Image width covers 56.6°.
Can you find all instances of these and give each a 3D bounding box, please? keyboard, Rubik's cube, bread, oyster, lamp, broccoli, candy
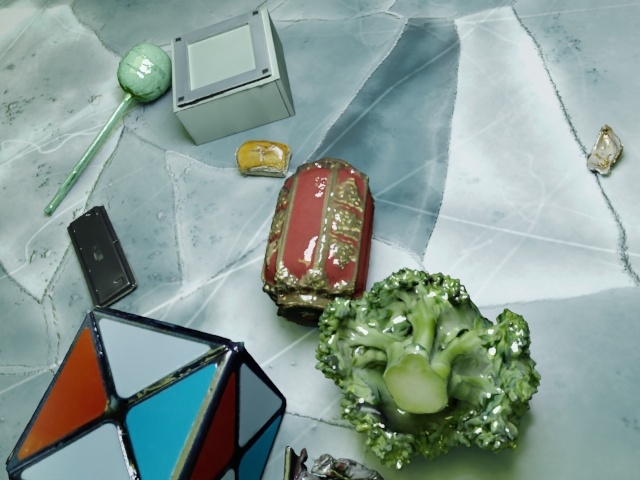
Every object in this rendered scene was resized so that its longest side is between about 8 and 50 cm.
[{"bbox_3d":[-0.426,0.026,1.159,0.093,0.025,0.230,-33,57,-2],"label":"keyboard"},{"bbox_3d":[-0.221,0.267,0.828,0.246,0.248,0.250,10,63,20],"label":"Rubik's cube"},{"bbox_3d":[-0.113,-0.163,1.162,0.106,0.053,0.072,7,66,14],"label":"bread"},{"bbox_3d":[0.478,-0.150,0.993,0.051,0.034,0.093,22,79,43],"label":"oyster"},{"bbox_3d":[0.000,0.000,0.966,0.177,0.177,0.274,2,62,18],"label":"lamp"},{"bbox_3d":[0.139,0.174,0.797,0.288,0.235,0.260,-14,26,17],"label":"broccoli"},{"bbox_3d":[-0.467,-0.241,1.300,0.119,0.119,0.440,25,79,27],"label":"candy"}]

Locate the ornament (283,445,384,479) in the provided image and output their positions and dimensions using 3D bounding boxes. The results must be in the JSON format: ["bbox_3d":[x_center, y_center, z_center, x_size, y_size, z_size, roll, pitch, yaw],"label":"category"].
[{"bbox_3d":[0.055,0.351,0.770,0.196,0.153,0.166,-1,61,5],"label":"ornament"}]

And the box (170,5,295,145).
[{"bbox_3d":[-0.190,-0.349,1.253,0.225,0.117,0.225,-16,58,7],"label":"box"}]
